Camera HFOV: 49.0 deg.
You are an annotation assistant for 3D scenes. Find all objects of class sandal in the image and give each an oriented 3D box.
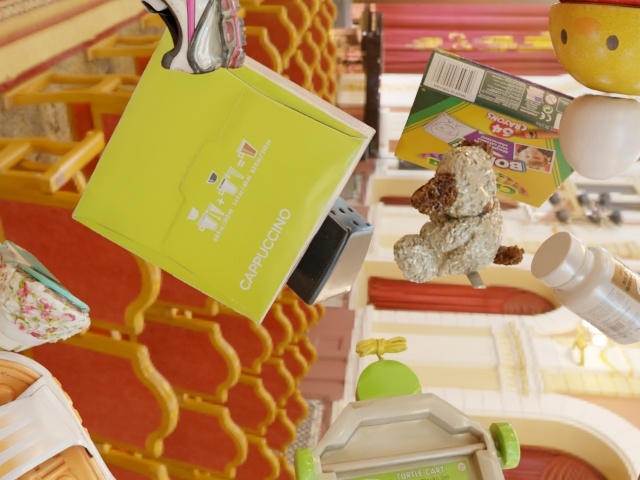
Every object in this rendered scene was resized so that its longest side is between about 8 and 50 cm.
[{"bbox_3d":[-0.263,0.219,0.674,0.265,0.102,0.076,52,-9,-4],"label":"sandal"}]

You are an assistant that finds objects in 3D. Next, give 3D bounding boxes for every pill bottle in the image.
[{"bbox_3d":[0.515,0.085,1.315,0.131,0.229,0.131,-52,-166,19],"label":"pill bottle"}]

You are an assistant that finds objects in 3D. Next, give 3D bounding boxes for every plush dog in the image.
[{"bbox_3d":[0.261,-0.061,1.275,0.262,0.210,0.225,-47,137,-41],"label":"plush dog"}]

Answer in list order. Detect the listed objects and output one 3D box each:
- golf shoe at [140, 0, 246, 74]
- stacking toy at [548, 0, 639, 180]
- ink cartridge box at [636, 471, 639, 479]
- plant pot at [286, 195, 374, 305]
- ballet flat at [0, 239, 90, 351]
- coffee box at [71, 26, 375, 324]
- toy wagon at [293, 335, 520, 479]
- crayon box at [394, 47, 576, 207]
[{"bbox_3d":[-0.128,-0.247,0.653,0.067,0.086,0.186,151,-74,-73],"label":"golf shoe"},{"bbox_3d":[0.415,-0.311,0.905,0.350,0.350,0.480,-66,162,-74],"label":"stacking toy"},{"bbox_3d":[0.772,0.534,1.489,0.193,0.088,0.235,-151,-100,-79],"label":"ink cartridge box"},{"bbox_3d":[0.000,0.000,1.475,0.167,0.188,0.187,-55,160,22],"label":"plant pot"},{"bbox_3d":[-0.269,0.058,0.633,0.077,0.091,0.241,-55,-151,-12],"label":"ballet flat"},{"bbox_3d":[-0.138,-0.120,1.179,0.338,0.338,0.334,-59,-179,12],"label":"coffee box"},{"bbox_3d":[0.105,0.277,0.825,0.068,0.267,0.344,96,-13,-53],"label":"toy wagon"},{"bbox_3d":[0.365,-0.226,1.504,0.313,0.362,0.106,101,11,-69],"label":"crayon box"}]
